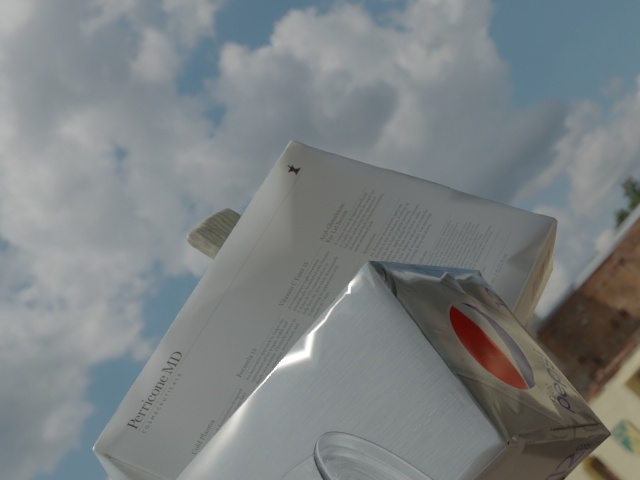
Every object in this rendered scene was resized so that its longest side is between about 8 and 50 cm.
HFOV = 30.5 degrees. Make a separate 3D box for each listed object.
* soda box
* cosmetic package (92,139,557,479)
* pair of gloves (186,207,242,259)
[{"bbox_3d":[-0.015,0.141,0.518,0.091,0.098,0.286,8,-50,-52],"label":"soda box"},{"bbox_3d":[0.016,0.103,1.074,0.377,0.284,0.097,-59,-22,-29],"label":"cosmetic package"},{"bbox_3d":[0.000,0.000,1.312,0.240,0.204,0.042,-29,-29,-38],"label":"pair of gloves"}]
